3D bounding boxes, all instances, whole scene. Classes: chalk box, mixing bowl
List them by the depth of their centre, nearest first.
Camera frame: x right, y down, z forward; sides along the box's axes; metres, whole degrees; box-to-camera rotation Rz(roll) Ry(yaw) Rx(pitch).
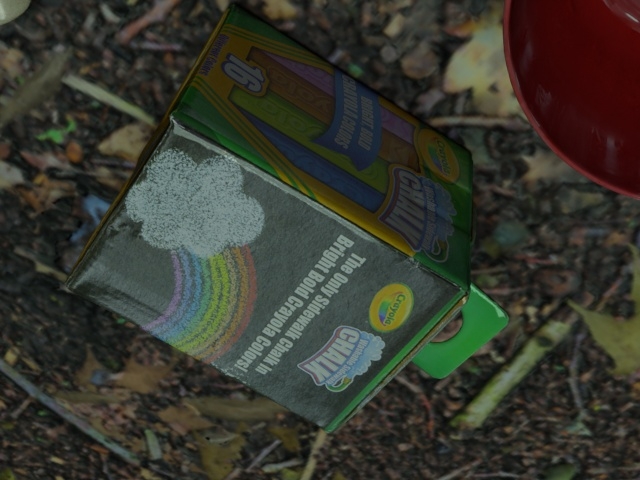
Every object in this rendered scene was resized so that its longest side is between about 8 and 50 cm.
[{"bbox_3d":[0.171,-0.115,0.411,0.181,0.098,0.181,5,127,7],"label":"mixing bowl"},{"bbox_3d":[0.000,0.000,0.513,0.213,0.132,0.132,31,125,-13],"label":"chalk box"}]

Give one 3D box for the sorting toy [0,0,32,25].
[{"bbox_3d":[-0.283,-0.178,0.493,0.208,0.038,0.193,-12,123,19],"label":"sorting toy"}]
